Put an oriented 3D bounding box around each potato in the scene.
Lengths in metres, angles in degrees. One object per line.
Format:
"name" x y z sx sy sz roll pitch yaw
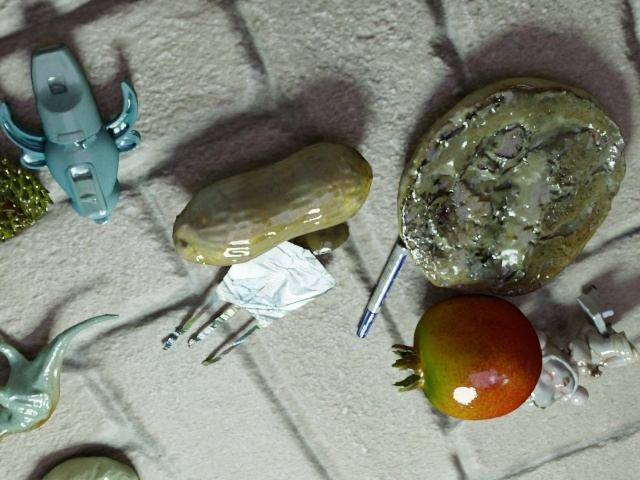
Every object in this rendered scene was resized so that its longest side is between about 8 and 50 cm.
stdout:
"potato" 0.000 -0.001 1.481 0.093 0.036 0.037 -19 130 4

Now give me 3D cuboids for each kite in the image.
"kite" -0.119 0.114 1.538 0.169 0.015 0.310 30 120 -27

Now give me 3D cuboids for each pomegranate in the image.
"pomegranate" 0.238 0.194 1.559 0.257 0.221 0.220 -10 127 -9

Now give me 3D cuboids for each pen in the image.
"pen" 0.104 0.085 1.572 0.025 0.025 0.204 11 123 -18

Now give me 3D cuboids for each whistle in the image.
"whistle" -0.335 -0.138 1.286 0.186 0.093 0.273 -10 123 -2

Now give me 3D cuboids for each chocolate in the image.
"chocolate" -0.070 -0.052 1.378 0.309 0.134 0.134 -22 127 0

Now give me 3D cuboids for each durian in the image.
"durian" -0.468 -0.050 1.293 0.187 0.108 0.119 15 139 -18

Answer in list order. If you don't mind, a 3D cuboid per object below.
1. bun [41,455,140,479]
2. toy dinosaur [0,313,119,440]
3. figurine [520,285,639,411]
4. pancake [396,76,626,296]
"bun" -0.422 0.497 1.701 0.223 0.127 0.222 -4 128 -6
"toy dinosaur" -0.482 0.221 1.514 0.393 0.092 0.205 -39 128 3
"figurine" 0.420 0.211 1.668 0.257 0.144 0.182 -30 146 8
"pancake" 0.297 -0.078 1.457 0.387 0.082 0.386 -5 122 -9
